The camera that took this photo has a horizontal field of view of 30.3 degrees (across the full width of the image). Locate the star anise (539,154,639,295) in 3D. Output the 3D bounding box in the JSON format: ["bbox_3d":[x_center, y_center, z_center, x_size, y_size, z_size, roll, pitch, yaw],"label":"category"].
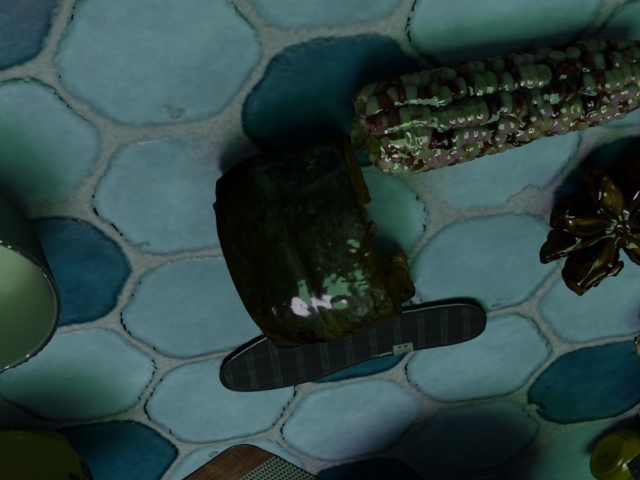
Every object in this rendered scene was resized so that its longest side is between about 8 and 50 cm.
[{"bbox_3d":[0.313,-0.002,1.228,0.177,0.073,0.234,-33,131,1],"label":"star anise"}]

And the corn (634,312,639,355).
[{"bbox_3d":[0.453,0.137,1.394,0.211,0.087,0.087,30,122,-34],"label":"corn"}]

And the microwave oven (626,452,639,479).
[{"bbox_3d":[0.645,0.339,1.404,0.432,0.374,0.236,7,136,-38],"label":"microwave oven"}]

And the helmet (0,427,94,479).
[{"bbox_3d":[-0.339,0.278,1.319,0.257,0.140,0.205,-17,137,13],"label":"helmet"}]

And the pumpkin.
[{"bbox_3d":[-0.001,0.000,1.157,0.139,0.190,0.280,-21,179,8],"label":"pumpkin"}]

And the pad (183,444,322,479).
[{"bbox_3d":[-0.014,0.319,1.496,0.323,0.055,0.250,-23,138,36],"label":"pad"}]

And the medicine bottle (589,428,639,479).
[{"bbox_3d":[0.482,0.309,1.589,0.261,0.064,0.095,17,131,-26],"label":"medicine bottle"}]

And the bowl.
[{"bbox_3d":[-0.344,0.027,1.084,0.211,0.112,0.211,-6,135,-6],"label":"bowl"}]

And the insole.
[{"bbox_3d":[0.036,0.119,1.336,0.310,0.012,0.110,-10,135,-1],"label":"insole"}]

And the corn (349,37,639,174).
[{"bbox_3d":[0.163,-0.127,1.065,0.281,0.092,0.092,-14,136,-5],"label":"corn"}]
